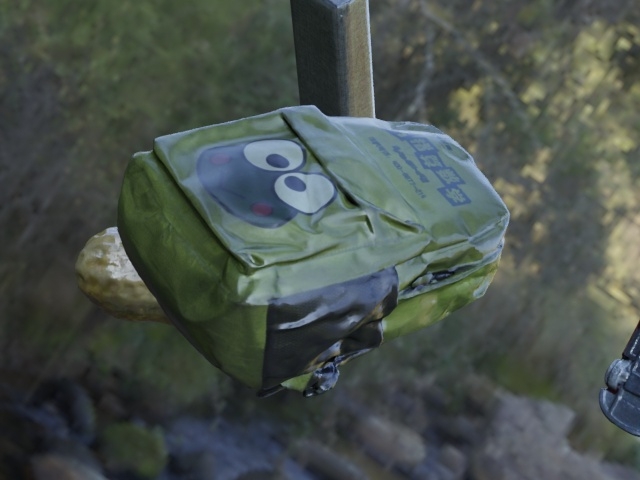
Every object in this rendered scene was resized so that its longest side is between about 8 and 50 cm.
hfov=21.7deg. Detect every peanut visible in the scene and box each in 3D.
[{"bbox_3d":[-0.184,0.057,2.037,0.236,0.120,0.110,19,31,-18],"label":"peanut"}]

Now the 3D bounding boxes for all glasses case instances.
[{"bbox_3d":[0.015,-0.158,1.569,0.071,0.047,0.205,36,-32,35],"label":"glasses case"}]

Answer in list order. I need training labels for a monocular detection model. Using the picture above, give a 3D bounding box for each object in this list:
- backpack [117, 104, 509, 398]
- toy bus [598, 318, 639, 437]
[{"bbox_3d":[0.000,0.000,1.148,0.253,0.140,0.207,-14,44,-28],"label":"backpack"},{"bbox_3d":[0.307,0.088,1.418,0.079,0.174,0.077,27,2,31],"label":"toy bus"}]
